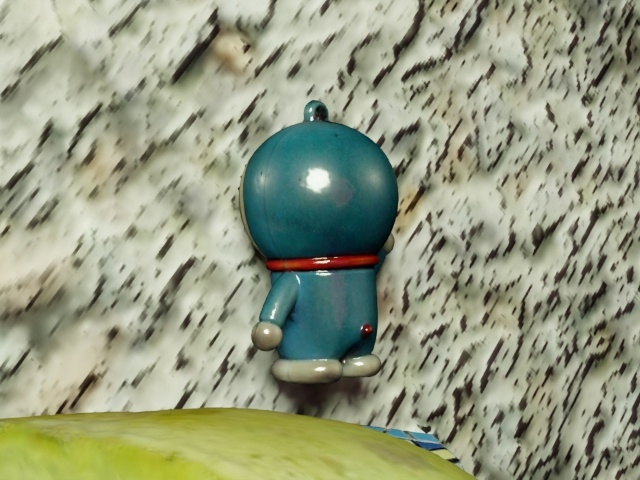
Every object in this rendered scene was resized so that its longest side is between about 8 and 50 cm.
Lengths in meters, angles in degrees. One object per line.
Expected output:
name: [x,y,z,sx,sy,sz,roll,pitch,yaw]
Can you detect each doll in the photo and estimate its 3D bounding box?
doll: [0.000,0.000,0.917,0.114,0.085,0.152,-6,93,-51]

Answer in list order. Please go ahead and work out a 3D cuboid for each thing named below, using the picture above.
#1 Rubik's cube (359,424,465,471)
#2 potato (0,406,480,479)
Rubik's cube: [0.034,0.150,0.894,0.093,0.111,0.111,-24,93,-12]
potato: [-0.047,0.177,0.764,0.280,0.330,0.212,11,38,-51]
